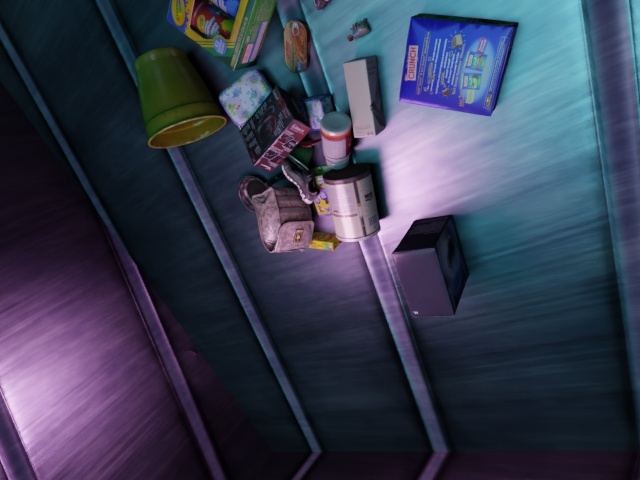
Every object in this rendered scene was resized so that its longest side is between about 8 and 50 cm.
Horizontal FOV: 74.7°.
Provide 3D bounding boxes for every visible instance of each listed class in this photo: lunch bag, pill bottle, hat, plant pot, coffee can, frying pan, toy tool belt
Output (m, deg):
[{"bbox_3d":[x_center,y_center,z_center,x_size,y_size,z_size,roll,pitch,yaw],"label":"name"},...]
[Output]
[{"bbox_3d":[-0.307,-0.605,1.794,0.218,0.090,0.176,-34,97,13],"label":"lunch bag"},{"bbox_3d":[-0.025,-0.522,1.717,0.151,0.096,0.129,13,127,42],"label":"lunch bag"},{"bbox_3d":[0.065,-0.393,1.671,0.121,0.121,0.221,24,155,18],"label":"pill bottle"},{"bbox_3d":[-0.061,-0.421,1.827,0.208,0.173,0.184,36,95,15],"label":"hat"},{"bbox_3d":[-0.660,-0.652,1.892,0.366,0.366,0.354,-17,96,37],"label":"plant pot"},{"bbox_3d":[0.134,-0.160,1.759,0.201,0.201,0.276,2,118,31],"label":"coffee can"},{"bbox_3d":[-0.155,-0.087,1.900,0.168,0.235,0.288,-18,82,39],"label":"lunch bag"},{"bbox_3d":[-0.299,-0.275,2.059,0.197,0.053,0.326,38,129,6],"label":"frying pan"},{"bbox_3d":[0.133,-0.759,1.507,0.083,0.052,0.051,-16,77,34],"label":"toy tool belt"}]

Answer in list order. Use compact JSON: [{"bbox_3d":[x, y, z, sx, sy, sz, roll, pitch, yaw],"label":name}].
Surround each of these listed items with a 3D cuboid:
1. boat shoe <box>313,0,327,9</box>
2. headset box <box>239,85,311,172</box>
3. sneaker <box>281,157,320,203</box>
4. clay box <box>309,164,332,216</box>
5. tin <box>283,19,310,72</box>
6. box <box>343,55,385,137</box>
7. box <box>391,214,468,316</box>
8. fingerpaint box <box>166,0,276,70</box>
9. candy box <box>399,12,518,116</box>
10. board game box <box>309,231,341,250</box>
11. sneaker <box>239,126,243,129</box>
[{"bbox_3d":[-0.057,-0.921,1.504,0.206,0.075,0.065,44,131,-6],"label":"boat shoe"},{"bbox_3d":[-0.182,-0.465,1.724,0.293,0.110,0.218,-43,57,26],"label":"headset box"},{"bbox_3d":[-0.078,-0.277,1.838,0.106,0.078,0.234,-25,104,45],"label":"sneaker"},{"bbox_3d":[0.021,-0.221,1.890,0.127,0.053,0.222,-6,115,36],"label":"clay box"},{"bbox_3d":[-0.092,-0.761,1.647,0.106,0.040,0.190,14,124,20],"label":"tin"},{"bbox_3d":[0.167,-0.536,1.573,0.094,0.113,0.276,4,120,29],"label":"box"},{"bbox_3d":[0.447,0.101,1.662,0.182,0.294,0.297,-8,113,35],"label":"box"},{"bbox_3d":[-0.366,-0.964,1.610,0.371,0.163,0.445,39,130,6],"label":"fingerpaint box"},{"bbox_3d":[0.439,-0.577,1.372,0.316,0.122,0.269,18,126,21],"label":"candy box"},{"bbox_3d":[0.000,0.000,2.010,0.181,0.092,0.043,7,120,29],"label":"board game box"},{"bbox_3d":[-0.330,-0.567,1.893,0.074,0.063,0.171,20,122,28],"label":"sneaker"}]
